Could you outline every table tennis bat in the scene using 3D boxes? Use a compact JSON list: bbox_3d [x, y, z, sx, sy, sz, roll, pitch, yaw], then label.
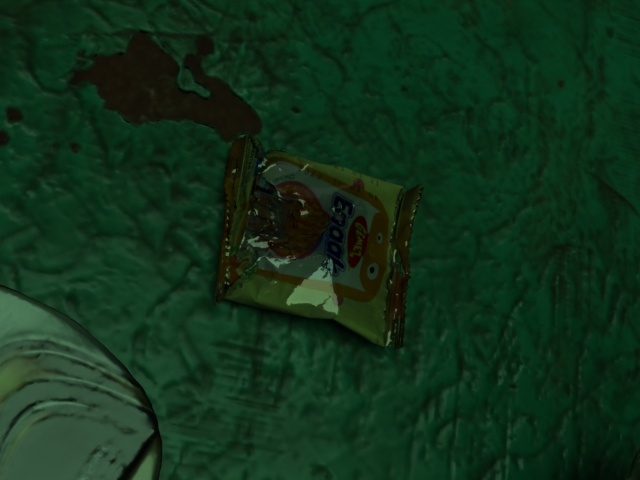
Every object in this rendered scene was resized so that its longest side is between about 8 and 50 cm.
[{"bbox_3d":[-0.134,0.134,0.409,0.301,0.022,0.173,34,64,0],"label":"table tennis bat"}]

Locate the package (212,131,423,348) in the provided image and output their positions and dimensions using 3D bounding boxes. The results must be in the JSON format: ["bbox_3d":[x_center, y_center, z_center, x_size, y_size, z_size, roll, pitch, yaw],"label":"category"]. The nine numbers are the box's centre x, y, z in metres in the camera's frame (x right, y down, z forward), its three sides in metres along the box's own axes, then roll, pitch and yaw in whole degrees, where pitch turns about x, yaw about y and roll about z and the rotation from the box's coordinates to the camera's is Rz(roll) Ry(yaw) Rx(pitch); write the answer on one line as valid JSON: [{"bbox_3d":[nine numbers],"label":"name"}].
[{"bbox_3d":[-0.002,-0.001,0.496,0.121,0.031,0.108,15,66,-12],"label":"package"}]

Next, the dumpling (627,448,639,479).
[{"bbox_3d":[0.231,0.257,0.381,0.243,0.187,0.318,13,74,-16],"label":"dumpling"}]
